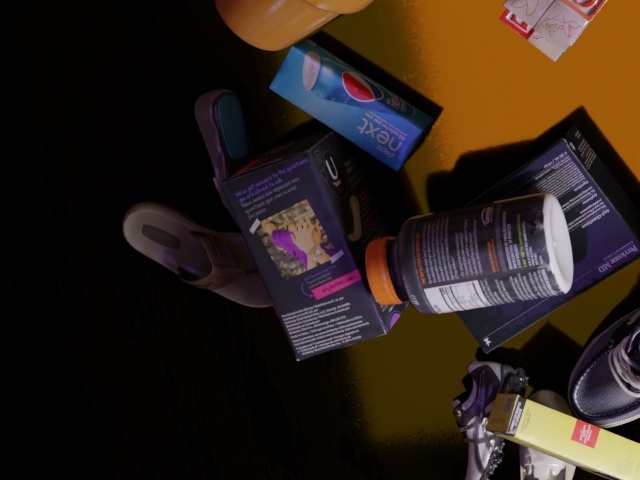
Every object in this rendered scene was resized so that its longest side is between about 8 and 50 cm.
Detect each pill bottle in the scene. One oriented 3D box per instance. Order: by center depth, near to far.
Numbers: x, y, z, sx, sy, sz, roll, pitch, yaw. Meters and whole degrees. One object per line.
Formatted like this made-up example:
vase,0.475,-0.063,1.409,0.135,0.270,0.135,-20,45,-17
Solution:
pill bottle,0.183,0.022,1.717,0.246,0.130,0.130,-10,105,21

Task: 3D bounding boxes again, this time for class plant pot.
plant pot,-0.035,-0.348,1.750,0.205,0.205,0.188,48,131,-2

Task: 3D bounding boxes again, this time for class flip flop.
flip flop,-0.168,0.025,1.971,0.277,0.080,0.112,24,114,10

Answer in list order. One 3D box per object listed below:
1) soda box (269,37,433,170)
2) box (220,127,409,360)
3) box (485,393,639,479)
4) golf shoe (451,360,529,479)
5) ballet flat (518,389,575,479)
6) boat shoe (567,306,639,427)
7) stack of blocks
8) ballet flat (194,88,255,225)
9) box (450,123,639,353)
soda box,0.042,-0.185,1.838,0.210,0.067,0.071,33,115,5
box,0.000,0.000,1.860,0.143,0.165,0.270,-18,101,23
box,0.346,0.273,1.840,0.232,0.087,0.058,23,80,-9
golf shoe,0.224,0.260,1.930,0.094,0.077,0.198,19,102,15
ballet flat,0.316,0.335,1.917,0.086,0.086,0.248,3,108,17
boat shoe,0.410,0.146,1.745,0.127,0.158,0.340,54,129,17
stack of blocks,0.295,-0.302,1.587,0.087,0.297,0.171,38,114,2
ballet flat,-0.127,-0.110,1.929,0.068,0.072,0.213,1,110,47
box,0.277,-0.001,1.804,0.261,0.103,0.184,-35,91,25
